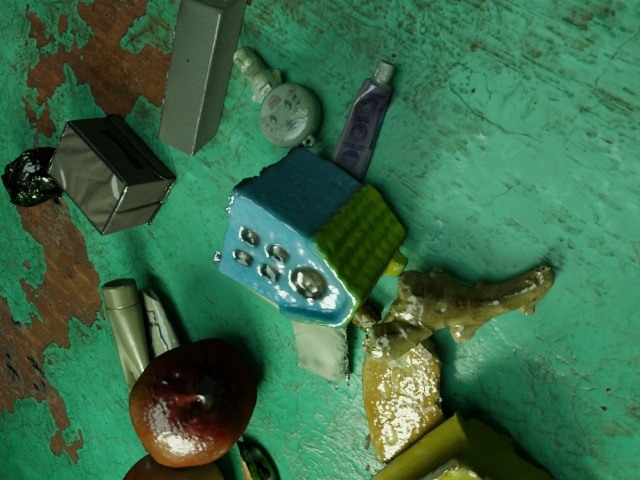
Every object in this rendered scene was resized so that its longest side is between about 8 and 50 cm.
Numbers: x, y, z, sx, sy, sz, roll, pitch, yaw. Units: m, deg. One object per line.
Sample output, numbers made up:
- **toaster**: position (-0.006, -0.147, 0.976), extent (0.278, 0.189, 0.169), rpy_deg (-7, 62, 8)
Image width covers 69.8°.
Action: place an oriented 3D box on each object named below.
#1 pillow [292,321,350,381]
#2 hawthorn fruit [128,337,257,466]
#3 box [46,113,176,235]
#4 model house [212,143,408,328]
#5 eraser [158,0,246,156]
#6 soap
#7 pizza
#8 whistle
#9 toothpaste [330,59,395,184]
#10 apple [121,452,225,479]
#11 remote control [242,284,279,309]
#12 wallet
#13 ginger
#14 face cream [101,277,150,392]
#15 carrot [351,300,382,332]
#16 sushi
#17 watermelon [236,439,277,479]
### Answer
- **pillow**: position (0.002, 0.209, 0.956), extent (0.128, 0.051, 0.229), rpy_deg (11, 129, 19)
- **hawthorn fruit**: position (-0.292, 0.382, 1.083), extent (0.295, 0.295, 0.311), rpy_deg (38, 153, 16)
- **box**: position (-0.522, -0.164, 1.137), extent (0.252, 0.153, 0.188), rpy_deg (47, 121, 10)
- **model house**: position (0.000, 0.000, 0.812), extent (0.303, 0.237, 0.215), rpy_deg (30, 131, 11)
- **eraser**: position (-0.255, -0.363, 0.975), extent (0.111, 0.077, 0.352), rpy_deg (28, 115, 18)
- **soap**: position (0.256, 0.479, 0.842), extent (0.259, 0.143, 0.281), rpy_deg (34, 118, -10)
- **pizza**: position (0.165, 0.290, 0.904), extent (0.182, 0.074, 0.365), rpy_deg (6, 103, 31)
- **whistle**: position (-0.087, -0.280, 0.907), extent (0.126, 0.067, 0.258), rpy_deg (-42, 76, 21)
- **toothpaste**: position (0.068, -0.181, 0.852), extent (0.075, 0.048, 0.301), rpy_deg (18, 122, -5)
- **apple**: position (-0.393, 0.705, 1.210), extent (0.319, 0.319, 0.277), rpy_deg (22, 84, 24)
- **remote control**: position (-0.082, 0.109, 1.021), extent (0.233, 0.038, 0.098), rpy_deg (32, 117, 18)
- **wallet**: position (-0.484, 0.287, 1.284), extent (0.275, 0.068, 0.335), rpy_deg (-26, 88, 35)
- **ginger**: position (0.226, 0.112, 0.790), extent (0.334, 0.081, 0.148), rpy_deg (-13, 77, 10)
- **face cream**: position (-0.500, 0.271, 1.214), extent (0.137, 0.084, 0.341), rpy_deg (6, 108, 35)
- **carrot**: position (0.026, 0.102, 0.939), extent (0.229, 0.069, 0.069), rpy_deg (38, 119, 14)
- **sushi**: position (-0.818, -0.174, 1.321), extent (0.225, 0.124, 0.127), rpy_deg (-21, 92, 32)
- **watermelon**: position (-0.167, 0.637, 1.203), extent (0.119, 0.063, 0.245), rpy_deg (2, 110, 49)
